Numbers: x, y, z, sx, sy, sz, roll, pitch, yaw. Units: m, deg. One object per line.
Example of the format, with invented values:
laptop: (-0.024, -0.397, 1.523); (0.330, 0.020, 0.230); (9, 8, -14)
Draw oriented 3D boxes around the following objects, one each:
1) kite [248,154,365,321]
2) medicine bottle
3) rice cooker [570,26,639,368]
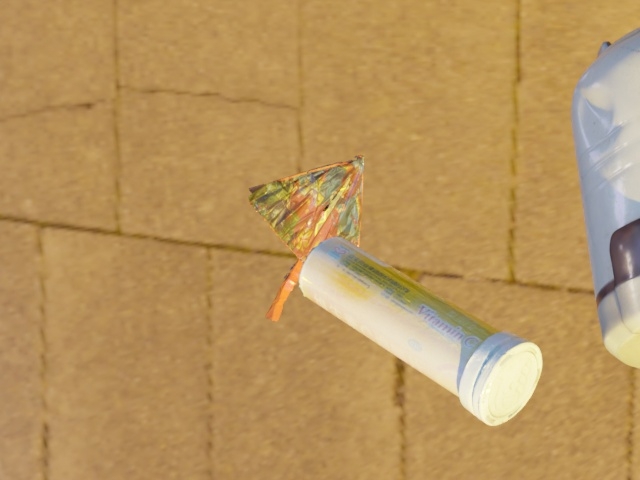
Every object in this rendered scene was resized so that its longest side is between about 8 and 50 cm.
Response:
kite: (0.000, 0.000, 1.543); (0.009, 0.232, 0.189); (17, 70, 42)
medicine bottle: (0.077, 0.068, 1.307); (0.218, 0.074, 0.074); (31, 113, 39)
rice cooker: (0.274, -0.019, 1.015); (0.226, 0.226, 0.244); (-22, 65, 33)
